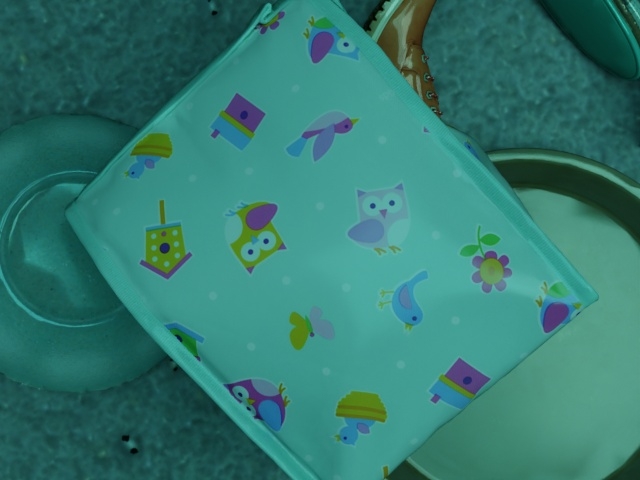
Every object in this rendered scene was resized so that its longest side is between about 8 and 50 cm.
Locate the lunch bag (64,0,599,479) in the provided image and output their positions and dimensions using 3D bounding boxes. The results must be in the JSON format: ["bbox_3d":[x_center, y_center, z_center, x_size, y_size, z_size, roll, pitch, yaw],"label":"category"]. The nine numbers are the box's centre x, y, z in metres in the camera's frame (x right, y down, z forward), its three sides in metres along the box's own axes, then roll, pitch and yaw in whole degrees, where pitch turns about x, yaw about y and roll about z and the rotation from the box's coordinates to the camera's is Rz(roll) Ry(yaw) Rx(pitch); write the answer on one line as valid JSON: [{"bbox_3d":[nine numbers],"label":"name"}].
[{"bbox_3d":[0.000,0.000,0.746,0.223,0.160,0.262,-42,89,7],"label":"lunch bag"}]

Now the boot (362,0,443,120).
[{"bbox_3d":[0.058,-0.116,0.837,0.084,0.059,0.158,26,98,-3],"label":"boot"}]

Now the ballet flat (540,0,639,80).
[{"bbox_3d":[0.163,-0.209,0.834,0.221,0.077,0.079,41,70,0],"label":"ballet flat"}]

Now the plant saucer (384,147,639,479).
[{"bbox_3d":[0.140,0.075,0.843,0.277,0.041,0.278,0,90,0],"label":"plant saucer"}]

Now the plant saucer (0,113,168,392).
[{"bbox_3d":[-0.165,0.006,0.819,0.194,0.037,0.195,1,85,-15],"label":"plant saucer"}]
